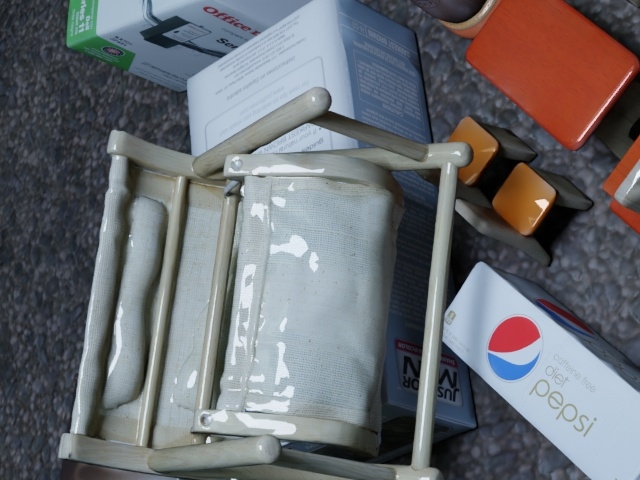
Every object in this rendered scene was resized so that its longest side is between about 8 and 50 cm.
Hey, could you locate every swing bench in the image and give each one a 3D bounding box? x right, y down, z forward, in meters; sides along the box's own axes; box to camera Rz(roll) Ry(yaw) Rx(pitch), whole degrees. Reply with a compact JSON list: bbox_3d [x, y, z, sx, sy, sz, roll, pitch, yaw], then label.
[{"bbox_3d":[-0.043,0.046,1.101,0.254,0.165,0.253,-7,71,48],"label":"swing bench"}]

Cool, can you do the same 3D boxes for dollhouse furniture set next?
[{"bbox_3d":[0.196,-0.105,1.095,0.262,0.135,0.259,-56,45,14],"label":"dollhouse furniture set"}]

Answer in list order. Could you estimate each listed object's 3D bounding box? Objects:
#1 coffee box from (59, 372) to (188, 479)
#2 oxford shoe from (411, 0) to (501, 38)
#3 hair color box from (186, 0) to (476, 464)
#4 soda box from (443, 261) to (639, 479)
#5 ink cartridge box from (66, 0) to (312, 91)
[{"bbox_3d":[-0.141,0.267,1.303,0.168,0.119,0.297,-7,70,44],"label":"coffee box"},{"bbox_3d":[0.065,-0.278,1.320,0.097,0.098,0.271,-55,45,14],"label":"oxford shoe"},{"bbox_3d":[0.000,0.000,1.269,0.185,0.113,0.374,-27,57,35],"label":"hair color box"},{"bbox_3d":[0.179,0.101,1.078,0.216,0.074,0.069,42,106,45],"label":"soda box"},{"bbox_3d":[-0.116,-0.220,1.441,0.208,0.153,0.087,-11,68,44],"label":"ink cartridge box"}]
